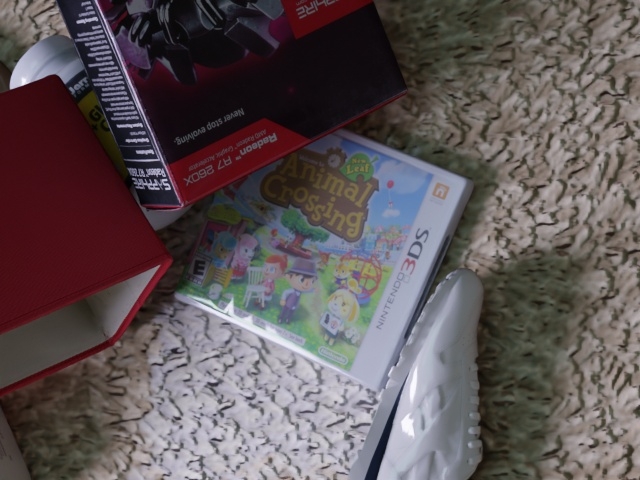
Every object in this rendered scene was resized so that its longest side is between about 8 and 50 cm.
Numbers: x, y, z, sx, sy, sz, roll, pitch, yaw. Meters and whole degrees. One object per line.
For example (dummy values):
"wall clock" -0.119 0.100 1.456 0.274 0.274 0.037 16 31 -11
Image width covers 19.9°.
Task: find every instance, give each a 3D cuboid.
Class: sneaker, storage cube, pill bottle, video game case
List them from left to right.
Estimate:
"storage cube" -0.269 0.008 1.516 0.193 0.215 0.183 57 148 12
"pill bottle" -0.187 -0.099 1.602 0.184 0.103 0.103 41 98 22
"video game case" 0.000 0.000 1.554 0.212 0.023 0.193 24 90 24
"sneaker" 0.094 0.138 1.471 0.095 0.090 0.235 21 93 11

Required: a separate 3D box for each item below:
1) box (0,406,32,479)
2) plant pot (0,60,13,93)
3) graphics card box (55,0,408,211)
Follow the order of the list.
"box" -0.392 0.230 1.607 0.232 0.148 0.127 -31 71 14
"plant pot" -0.392 -0.086 1.681 0.237 0.110 0.237 -4 79 22
"graphics card box" -0.100 -0.235 1.448 0.233 0.094 0.371 -28 104 -24
